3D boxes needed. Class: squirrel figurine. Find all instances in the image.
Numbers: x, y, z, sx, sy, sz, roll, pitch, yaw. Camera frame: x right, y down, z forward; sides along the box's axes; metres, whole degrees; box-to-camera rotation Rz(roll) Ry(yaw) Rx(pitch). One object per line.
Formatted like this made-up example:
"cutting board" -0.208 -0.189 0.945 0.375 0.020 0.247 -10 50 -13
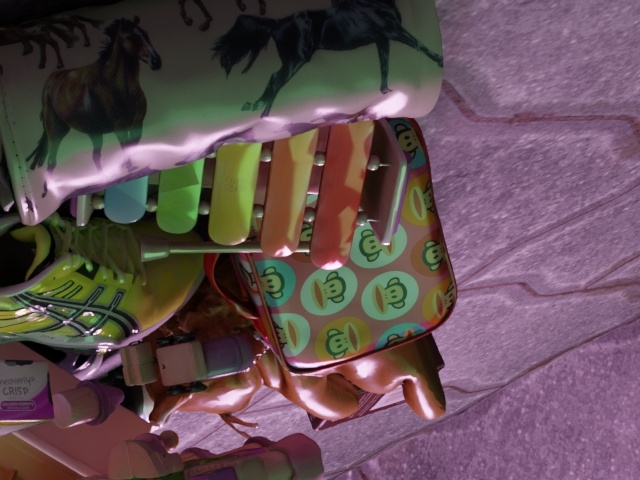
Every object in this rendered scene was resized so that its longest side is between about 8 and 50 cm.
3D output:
"squirrel figurine" -0.074 0.090 2.022 0.370 0.281 0.397 -16 151 13

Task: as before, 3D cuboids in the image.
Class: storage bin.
"storage bin" -0.382 0.257 2.022 0.262 0.123 0.260 34 137 -16

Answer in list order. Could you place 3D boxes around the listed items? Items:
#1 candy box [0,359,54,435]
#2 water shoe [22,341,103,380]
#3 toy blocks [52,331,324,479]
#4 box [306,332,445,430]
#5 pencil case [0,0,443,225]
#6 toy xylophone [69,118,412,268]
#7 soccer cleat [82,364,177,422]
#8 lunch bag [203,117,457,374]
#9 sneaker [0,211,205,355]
"candy box" -0.425 0.187 1.758 0.233 0.071 0.159 -20 164 37
"water shoe" -0.384 0.163 2.110 0.203 0.073 0.080 -25 137 11
"toy blocks" -0.115 0.250 1.848 0.288 0.309 0.260 -12 179 44
"box" 0.047 0.137 2.309 0.167 0.203 0.168 -16 162 -20
"pencil case" -0.087 -0.139 1.361 0.410 0.160 0.183 -17 172 -18
"toy xylophone" -0.077 -0.048 1.555 0.323 0.081 0.236 -2 134 -2
"soccer cleat" -0.277 0.241 2.288 0.143 0.116 0.331 -3 168 -33
"lunch bag" 0.000 0.000 1.740 0.258 0.120 0.293 -20 123 -11
"sneaker" -0.269 0.038 1.703 0.385 0.145 0.147 -11 160 -39
